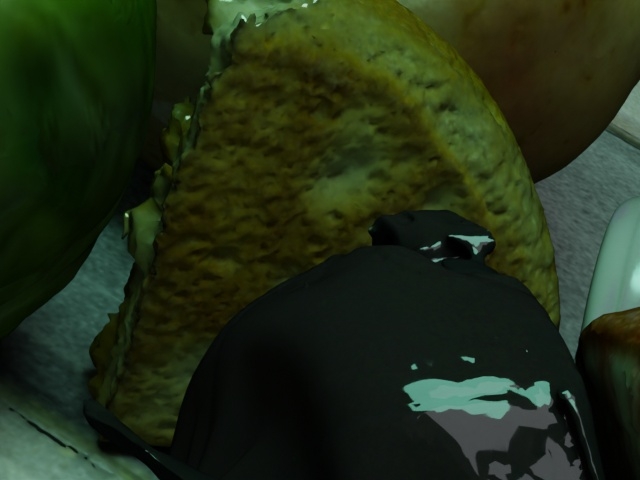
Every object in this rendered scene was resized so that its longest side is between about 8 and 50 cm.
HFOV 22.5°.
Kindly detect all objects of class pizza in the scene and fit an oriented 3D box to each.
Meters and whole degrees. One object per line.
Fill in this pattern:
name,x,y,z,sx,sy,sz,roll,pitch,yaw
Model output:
pizza,0.034,-0.005,0.808,0.268,0.258,0.087,10,29,-24

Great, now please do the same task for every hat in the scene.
hat,0.009,0.165,0.601,0.209,0.238,0.336,-15,84,-14

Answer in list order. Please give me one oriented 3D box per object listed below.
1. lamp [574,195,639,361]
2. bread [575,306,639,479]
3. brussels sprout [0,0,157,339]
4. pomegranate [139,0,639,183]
lamp,0.187,0.080,0.873,0.108,0.179,0.246,11,44,24
bread,0.185,0.161,0.565,0.114,0.328,0.295,-18,32,-1
brussels sprout,-0.235,-0.063,0.684,0.281,0.289,0.355,41,56,3
pomegranate,0.015,-0.199,0.960,0.411,0.411,0.411,19,32,-12
